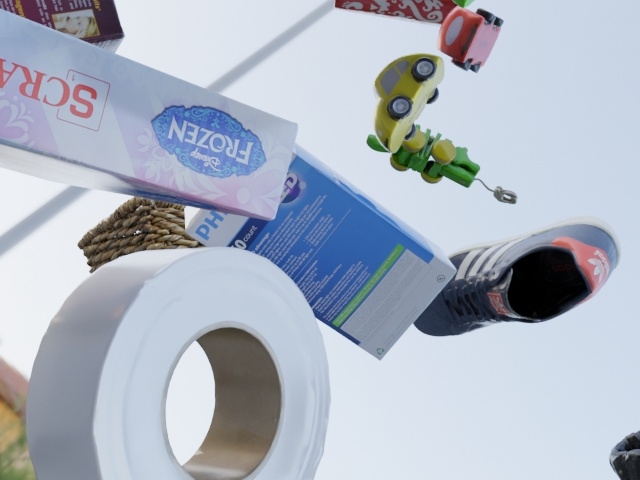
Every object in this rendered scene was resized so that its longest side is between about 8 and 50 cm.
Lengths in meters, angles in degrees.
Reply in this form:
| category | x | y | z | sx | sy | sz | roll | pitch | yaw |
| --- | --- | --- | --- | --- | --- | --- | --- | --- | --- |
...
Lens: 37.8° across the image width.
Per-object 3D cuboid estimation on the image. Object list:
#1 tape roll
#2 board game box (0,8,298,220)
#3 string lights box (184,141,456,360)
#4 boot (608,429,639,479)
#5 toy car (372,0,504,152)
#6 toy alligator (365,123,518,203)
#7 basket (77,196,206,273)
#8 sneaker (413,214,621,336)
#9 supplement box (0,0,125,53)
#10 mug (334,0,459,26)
| category | x | y | z | sx | sy | sz | roll | pitch | yaw |
| --- | --- | --- | --- | --- | --- | --- | --- | --- | --- |
| tape roll | -0.116 | 0.148 | 0.849 | 0.100 | 0.286 | 0.286 | -4 | -57 | 41 |
| board game box | -0.233 | -0.093 | 0.575 | 0.318 | 0.066 | 0.319 | 16 | -3 | -39 |
| string lights box | 0.000 | 0.000 | 0.988 | 0.260 | 0.133 | 0.077 | 35 | 12 | -19 |
| boot | 0.354 | 0.334 | 0.968 | 0.348 | 0.131 | 0.260 | -31 | -83 | 17 |
| toy car | 0.122 | -0.220 | 0.874 | 0.053 | 0.239 | 0.225 | 30 | -41 | 16 |
| toy alligator | 0.147 | -0.098 | 1.093 | 0.190 | 0.051 | 0.056 | 21 | -29 | -2 |
| basket | -0.214 | 0.042 | 1.472 | 0.299 | 0.213 | 0.223 | -28 | -100 | 54 |
| sneaker | 0.257 | 0.074 | 1.356 | 0.350 | 0.148 | 0.131 | -29 | -79 | 35 |
| supplement box | -0.304 | -0.223 | 0.927 | 0.081 | 0.188 | 0.104 | -19 | -93 | 65 |
| mug | 0.108 | -0.363 | 1.259 | 0.169 | 0.150 | 0.113 | 6 | -21 | 0 |
